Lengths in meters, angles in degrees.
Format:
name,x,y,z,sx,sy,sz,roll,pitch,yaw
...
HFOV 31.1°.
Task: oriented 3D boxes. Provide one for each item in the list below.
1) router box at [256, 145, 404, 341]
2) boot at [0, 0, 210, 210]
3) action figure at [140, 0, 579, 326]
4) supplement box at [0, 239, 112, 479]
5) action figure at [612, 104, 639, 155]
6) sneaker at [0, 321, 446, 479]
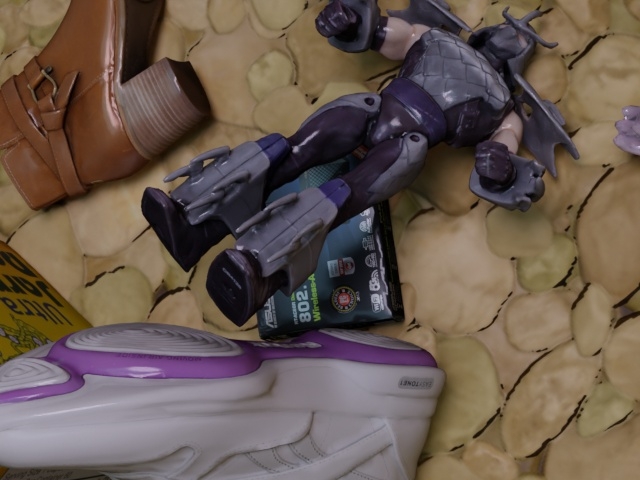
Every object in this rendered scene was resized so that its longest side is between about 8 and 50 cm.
name,x,y,z,sx,sy,sz,roll,pitch,yaw
router box,0.000,0.000,0.760,0.092,0.038,0.122,-10,81,16
boot,-0.180,-0.131,0.814,0.152,0.073,0.197,-28,74,16
action figure,0.039,-0.063,0.687,0.285,0.099,0.185,-36,62,-21
supplement box,-0.304,0.182,0.751,0.195,0.194,0.356,41,96,17
action figure,0.352,-0.092,0.624,0.275,0.248,0.370,8,101,-24
sneaker,-0.051,0.125,0.642,0.114,0.305,0.152,16,98,52
